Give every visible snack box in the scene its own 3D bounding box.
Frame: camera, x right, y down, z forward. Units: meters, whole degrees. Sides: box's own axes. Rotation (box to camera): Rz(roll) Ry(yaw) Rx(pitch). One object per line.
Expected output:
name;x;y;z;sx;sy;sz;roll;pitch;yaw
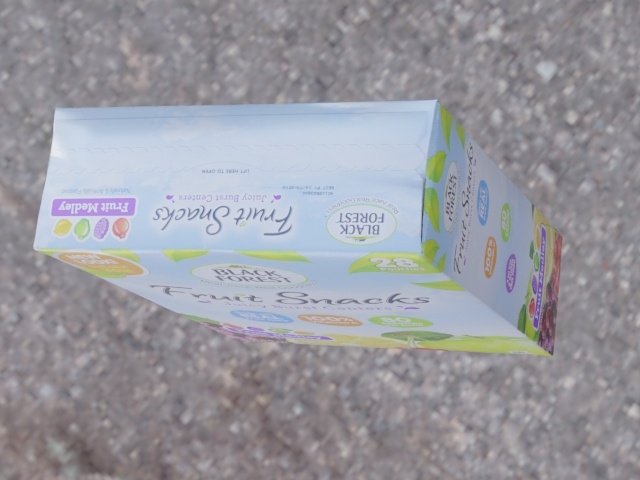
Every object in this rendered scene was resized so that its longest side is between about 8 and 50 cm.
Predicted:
snack box;0.000;0.000;0.725;0.175;0.070;0.207;1;165;23
